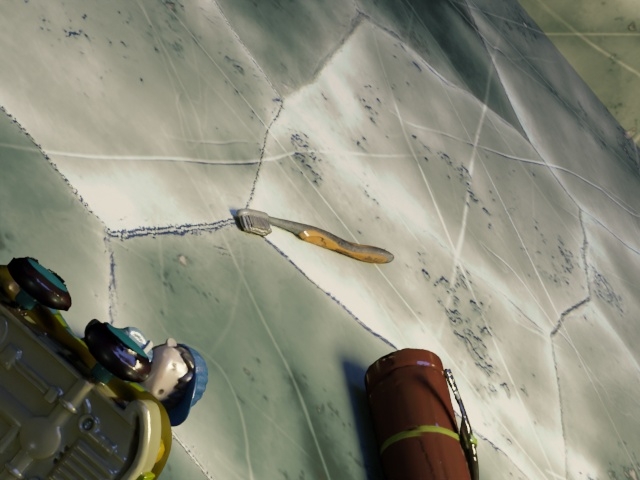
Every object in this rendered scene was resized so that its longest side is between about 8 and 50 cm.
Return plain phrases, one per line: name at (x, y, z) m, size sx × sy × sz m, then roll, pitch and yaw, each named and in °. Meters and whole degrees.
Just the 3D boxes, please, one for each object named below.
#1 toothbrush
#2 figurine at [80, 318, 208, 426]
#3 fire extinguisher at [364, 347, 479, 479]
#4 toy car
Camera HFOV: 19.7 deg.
toothbrush at (-0.001, -0.003, 2.266) m, size 0.321 × 0.023 × 0.031 m, roll 13°, pitch 54°, yaw -54°
figurine at (-0.173, 0.122, 1.769) m, size 0.136 × 0.077 × 0.079 m, roll 28°, pitch -2°, yaw -18°
fire extinguisher at (0.131, 0.271, 2.030) m, size 0.105 × 0.141 × 0.341 m, roll 8°, pitch 45°, yaw -22°
toy car at (-0.235, 0.133, 1.499) m, size 0.248 × 0.204 × 0.198 m, roll 40°, pitch 2°, yaw 9°
